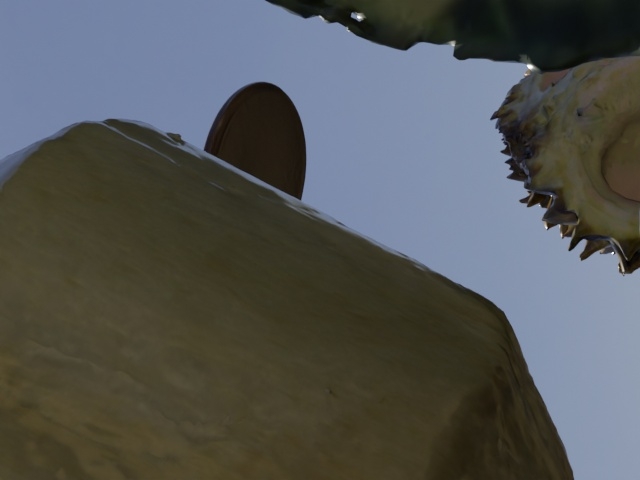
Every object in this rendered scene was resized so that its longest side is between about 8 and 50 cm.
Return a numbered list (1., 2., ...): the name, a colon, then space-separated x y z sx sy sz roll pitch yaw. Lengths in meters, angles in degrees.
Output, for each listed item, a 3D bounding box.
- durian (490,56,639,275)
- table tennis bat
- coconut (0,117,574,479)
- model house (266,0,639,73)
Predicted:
1. durian: 0.196 -0.073 0.856 0.249 0.183 0.138 -53 -18 -18
2. table tennis bat: 0.000 0.000 0.967 0.107 0.119 0.170 8 -89 -60
3. coconut: -0.057 0.076 0.436 0.202 0.222 0.202 25 -90 -84
4. model house: 0.061 -0.253 0.517 0.266 0.261 0.321 -39 -64 -28
